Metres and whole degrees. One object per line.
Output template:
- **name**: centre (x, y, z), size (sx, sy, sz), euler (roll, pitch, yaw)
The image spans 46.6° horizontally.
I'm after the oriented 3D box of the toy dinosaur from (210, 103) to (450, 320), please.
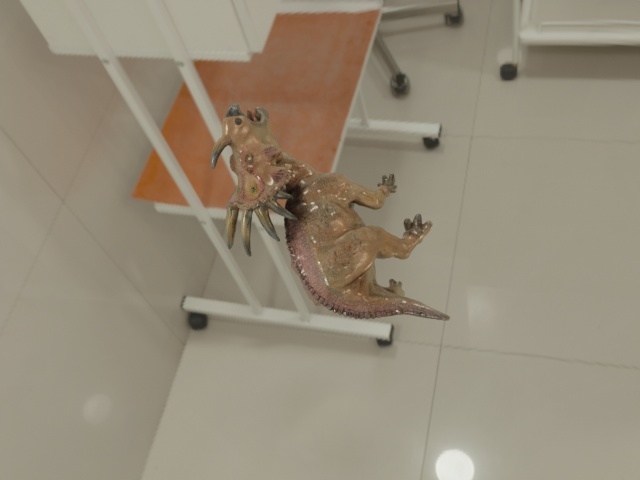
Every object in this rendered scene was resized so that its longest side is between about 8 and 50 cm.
- **toy dinosaur**: centre (0.000, 0.000, 0.805), size (0.200, 0.127, 0.296), euler (-12, 61, -43)
